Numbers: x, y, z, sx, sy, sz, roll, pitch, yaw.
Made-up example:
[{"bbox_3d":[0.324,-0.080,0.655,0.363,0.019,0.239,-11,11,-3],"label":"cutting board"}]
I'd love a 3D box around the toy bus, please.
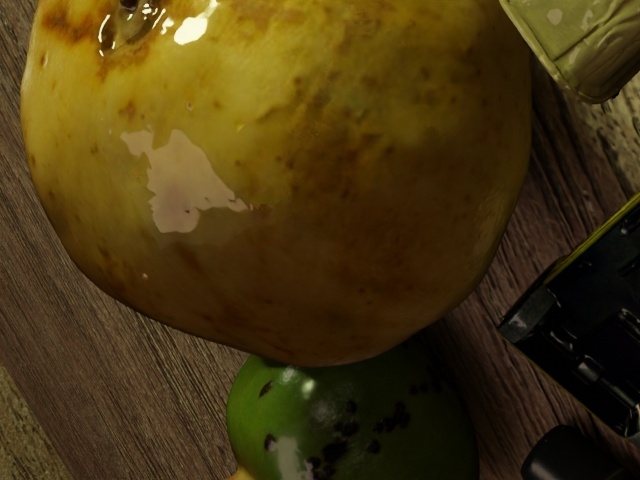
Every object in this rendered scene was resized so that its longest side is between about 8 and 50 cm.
[{"bbox_3d":[0.246,0.010,0.730,0.145,0.151,0.331,42,151,5],"label":"toy bus"}]

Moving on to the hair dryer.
[{"bbox_3d":[0.262,0.275,1.133,0.124,0.071,0.219,39,158,31],"label":"hair dryer"}]

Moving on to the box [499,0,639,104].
[{"bbox_3d":[0.168,-0.149,0.674,0.111,0.177,0.111,18,125,28],"label":"box"}]

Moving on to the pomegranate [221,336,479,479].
[{"bbox_3d":[0.007,0.221,1.191,0.291,0.323,0.290,26,127,41],"label":"pomegranate"}]

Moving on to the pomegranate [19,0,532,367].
[{"bbox_3d":[-0.011,-0.090,0.854,0.410,0.410,0.410,39,149,28],"label":"pomegranate"}]
